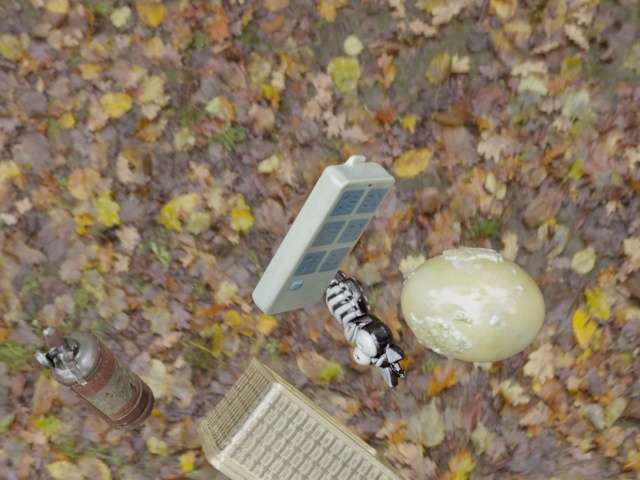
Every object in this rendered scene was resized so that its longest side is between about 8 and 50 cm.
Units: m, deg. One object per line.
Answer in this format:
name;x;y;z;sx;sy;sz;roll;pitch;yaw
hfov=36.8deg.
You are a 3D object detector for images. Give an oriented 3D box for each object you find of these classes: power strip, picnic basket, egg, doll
power strip;0.000;0.000;1.320;0.046;0.118;0.270;46;122;24
picnic basket;-0.029;0.362;1.549;0.313;0.228;0.175;40;84;-13
egg;0.213;0.092;1.350;0.202;0.164;0.164;8;76;13
doll;0.063;0.129;1.486;0.067;0.091;0.219;-21;57;-25

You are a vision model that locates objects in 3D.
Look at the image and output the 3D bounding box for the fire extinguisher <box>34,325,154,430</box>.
fire extinguisher;-0.281;0.166;1.211;0.106;0.252;0.075;17;64;27
